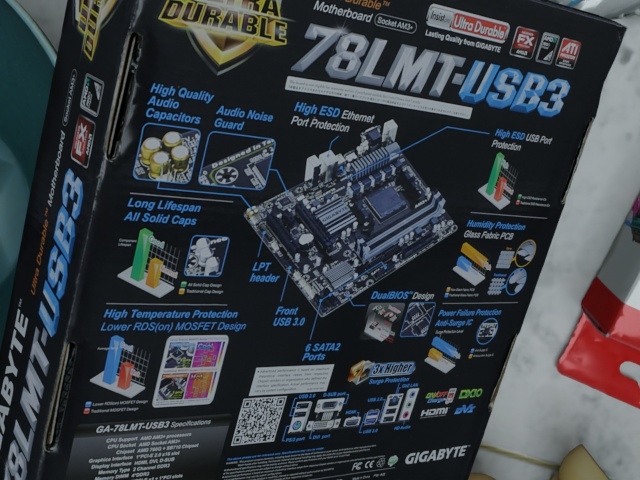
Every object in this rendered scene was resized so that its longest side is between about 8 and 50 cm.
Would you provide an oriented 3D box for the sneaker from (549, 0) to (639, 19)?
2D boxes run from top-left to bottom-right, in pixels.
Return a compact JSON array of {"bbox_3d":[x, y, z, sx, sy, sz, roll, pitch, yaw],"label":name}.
[{"bbox_3d":[0.212,-0.159,0.611,0.191,0.071,0.083,-34,103,8],"label":"sneaker"}]

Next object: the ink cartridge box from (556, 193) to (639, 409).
[{"bbox_3d":[0.262,0.018,0.635,0.134,0.078,0.231,24,101,-2],"label":"ink cartridge box"}]

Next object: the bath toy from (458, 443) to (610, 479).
[{"bbox_3d":[0.039,0.254,0.637,0.348,0.129,0.151,-26,105,-1],"label":"bath toy"}]

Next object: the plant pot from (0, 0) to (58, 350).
[{"bbox_3d":[-0.257,-0.019,0.577,0.290,0.195,0.290,0,90,-2],"label":"plant pot"}]

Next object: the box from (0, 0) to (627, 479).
[{"bbox_3d":[0.000,0.000,0.515,0.296,0.073,0.293,2,109,-39],"label":"box"}]
